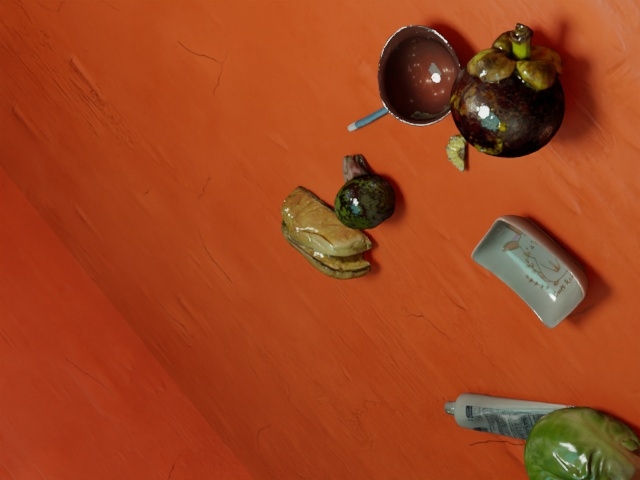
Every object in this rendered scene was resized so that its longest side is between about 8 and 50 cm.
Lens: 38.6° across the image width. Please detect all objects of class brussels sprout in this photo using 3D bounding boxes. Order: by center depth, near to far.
[{"bbox_3d":[0.528,0.442,1.817,0.244,0.244,0.244,30,140,29],"label":"brussels sprout"}]

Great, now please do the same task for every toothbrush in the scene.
[{"bbox_3d":[0.138,-0.260,1.799,0.025,0.019,0.275,51,146,-11],"label":"toothbrush"}]

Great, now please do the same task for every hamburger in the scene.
[{"bbox_3d":[0.000,0.000,2.097,0.262,0.131,0.124,37,143,29],"label":"hamburger"}]

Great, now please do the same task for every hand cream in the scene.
[{"bbox_3d":[0.424,0.390,2.021,0.340,0.078,0.124,1,120,40],"label":"hand cream"}]

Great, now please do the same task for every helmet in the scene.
[{"bbox_3d":[0.185,-0.295,1.631,0.155,0.106,0.175,-24,93,25],"label":"helmet"}]

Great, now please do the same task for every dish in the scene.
[{"bbox_3d":[0.403,0.045,1.710,0.212,0.077,0.151,43,146,13],"label":"dish"}]

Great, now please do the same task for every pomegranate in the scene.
[{"bbox_3d":[0.097,-0.099,1.926,0.125,0.163,0.138,13,162,-10],"label":"pomegranate"}]

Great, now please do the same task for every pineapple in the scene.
[{"bbox_3d":[0.259,-0.171,1.738,0.045,0.019,0.083,18,132,32],"label":"pineapple"}]

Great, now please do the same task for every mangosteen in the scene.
[{"bbox_3d":[0.309,-0.243,1.464,0.192,0.192,0.217,38,139,20],"label":"mangosteen"}]
